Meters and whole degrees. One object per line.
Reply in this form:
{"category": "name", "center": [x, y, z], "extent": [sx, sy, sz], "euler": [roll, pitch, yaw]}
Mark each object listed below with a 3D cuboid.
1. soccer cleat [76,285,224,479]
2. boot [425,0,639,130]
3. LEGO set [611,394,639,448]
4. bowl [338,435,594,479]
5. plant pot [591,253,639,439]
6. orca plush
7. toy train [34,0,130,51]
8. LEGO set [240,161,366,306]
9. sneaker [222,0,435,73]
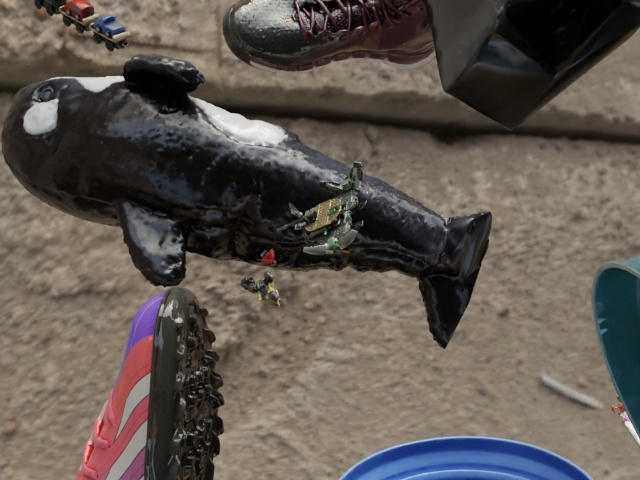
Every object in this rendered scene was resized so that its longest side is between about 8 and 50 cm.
{"category": "soccer cleat", "center": [-0.138, 0.186, 0.766], "extent": [0.116, 0.108, 0.318], "euler": [7, 100, 13]}
{"category": "boot", "center": [0.199, -0.367, 0.957], "extent": [0.146, 0.367, 0.445], "euler": [16, 42, -18]}
{"category": "LEGO set", "center": [0.503, 0.282, 1.688], "extent": [0.107, 0.287, 0.132], "euler": [-19, 113, -8]}
{"category": "bowl", "center": [0.206, 0.401, 1.562], "extent": [0.391, 0.391, 0.077], "euler": [-15, 110, -33]}
{"category": "plant pot", "center": [0.417, 0.095, 0.949], "extent": [0.255, 0.271, 0.271], "euler": [-23, 89, -6]}
{"category": "orca plush", "center": [-0.059, -0.001, 0.604], "extent": [0.287, 0.151, 0.102], "euler": [27, 57, -2]}
{"category": "toy train", "center": [-0.272, -0.257, 1.245], "extent": [0.158, 0.036, 0.027], "euler": [32, 42, 28]}
{"category": "LEGO set", "center": [-0.002, 0.000, 0.532], "extent": [0.083, 0.054, 0.023], "euler": [-42, 123, 5]}
{"category": "sneaker", "center": [0.040, -0.267, 1.218], "extent": [0.281, 0.162, 0.106], "euler": [-7, 75, -27]}
